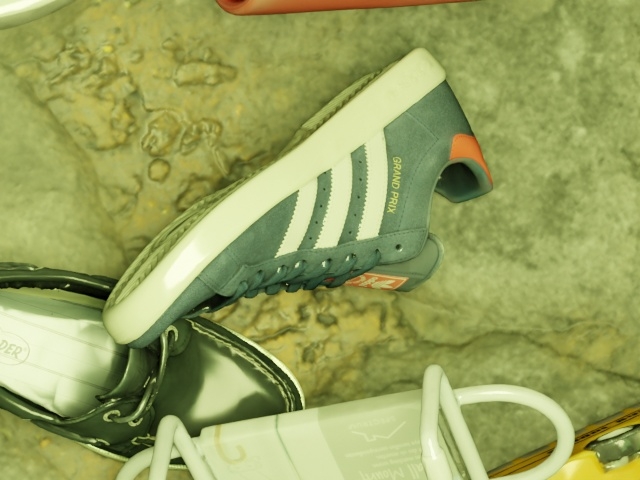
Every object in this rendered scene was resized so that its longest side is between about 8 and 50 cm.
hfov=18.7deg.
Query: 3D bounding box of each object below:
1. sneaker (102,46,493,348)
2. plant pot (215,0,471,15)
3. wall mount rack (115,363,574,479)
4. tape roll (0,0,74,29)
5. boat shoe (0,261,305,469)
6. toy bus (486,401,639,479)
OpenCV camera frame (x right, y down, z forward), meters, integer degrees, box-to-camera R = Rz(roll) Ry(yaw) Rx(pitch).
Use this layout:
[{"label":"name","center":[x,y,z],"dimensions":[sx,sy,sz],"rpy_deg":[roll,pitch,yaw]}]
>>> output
[{"label":"sneaker","center":[0.000,0.000,1.434],"dimensions":[0.350,0.131,0.148],"rpy_deg":[-39,99,-29]},{"label":"plant pot","center":[0.060,-0.291,1.445],"dimensions":[0.243,0.275,0.274],"rpy_deg":[4,86,-21]},{"label":"wall mount rack","center":[0.026,0.237,1.422],"dimensions":[0.350,0.130,0.304],"rpy_deg":[-12,129,15]},{"label":"tape roll","center":[-0.286,-0.346,1.458],"dimensions":[0.392,0.072,0.392],"rpy_deg":[0,87,-11]},{"label":"boat shoe","center":[-0.166,0.088,1.437],"dimensions":[0.340,0.113,0.127],"rpy_deg":[24,83,-9]},{"label":"toy bus","center":[0.292,0.172,1.516],"dimensions":[0.333,0.130,0.108],"rpy_deg":[-23,90,-12]}]
